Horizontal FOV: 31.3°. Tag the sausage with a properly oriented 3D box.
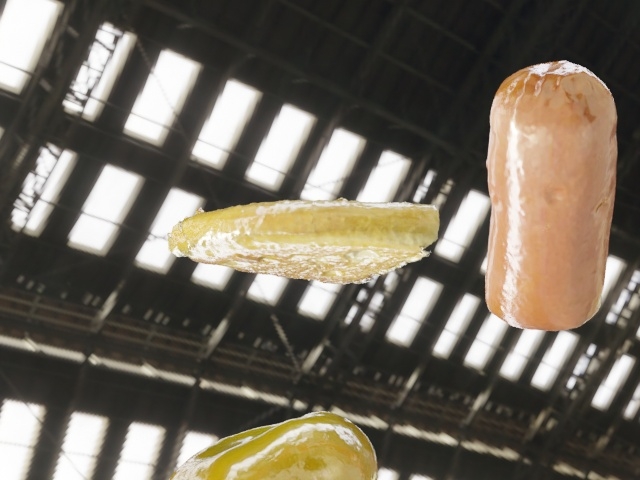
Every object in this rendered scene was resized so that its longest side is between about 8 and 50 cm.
[{"bbox_3d":[0.205,-0.041,1.022,0.114,0.113,0.259,-28,-48,-28],"label":"sausage"}]

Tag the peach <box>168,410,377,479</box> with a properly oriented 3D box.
[{"bbox_3d":[-0.054,0.281,1.282,0.251,0.251,0.153,-14,-92,-35],"label":"peach"}]

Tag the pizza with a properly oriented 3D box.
[{"bbox_3d":[0.000,0.000,0.742,0.131,0.178,0.041,25,-117,-57],"label":"pizza"}]
